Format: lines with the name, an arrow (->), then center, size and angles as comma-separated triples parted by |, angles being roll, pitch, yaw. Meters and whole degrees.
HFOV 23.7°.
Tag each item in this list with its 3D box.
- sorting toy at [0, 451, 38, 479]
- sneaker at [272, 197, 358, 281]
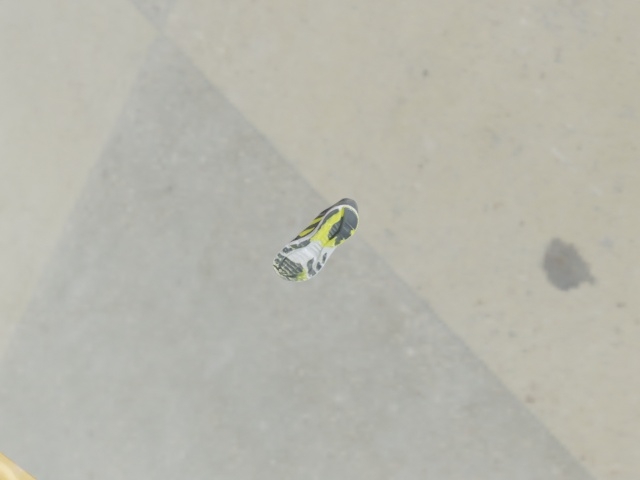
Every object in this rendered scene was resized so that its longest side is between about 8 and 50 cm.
sorting toy -> -0.236, 0.022, 0.515 | 0.196, 0.348, 0.047 | -66, 10, -17
sneaker -> 0.000, 0.000, 1.122 | 0.083, 0.035, 0.031 | -38, 100, 25
